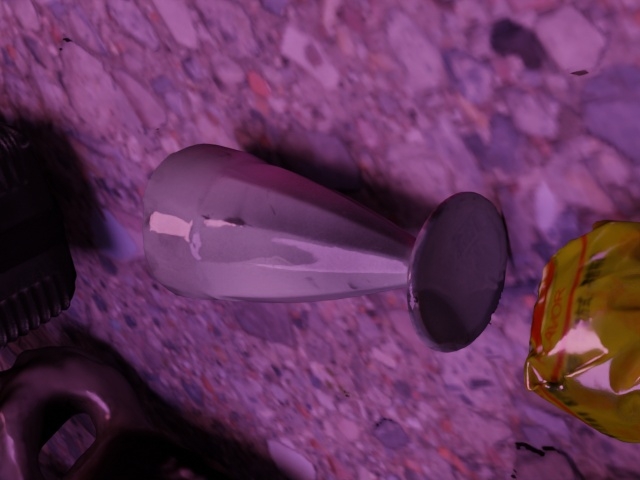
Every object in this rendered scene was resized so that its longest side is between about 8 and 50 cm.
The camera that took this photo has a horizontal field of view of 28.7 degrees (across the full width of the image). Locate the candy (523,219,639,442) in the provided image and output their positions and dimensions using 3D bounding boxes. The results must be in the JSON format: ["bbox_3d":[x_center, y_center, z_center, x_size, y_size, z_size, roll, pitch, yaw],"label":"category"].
[{"bbox_3d":[0.177,0.024,0.372,0.262,0.073,0.077,-10,134,44],"label":"candy"}]

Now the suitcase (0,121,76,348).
[{"bbox_3d":[-0.298,0.001,0.746,0.312,0.202,0.128,13,125,47],"label":"suitcase"}]

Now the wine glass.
[{"bbox_3d":[0.000,0.000,0.535,0.155,0.073,0.073,9,129,39],"label":"wine glass"}]

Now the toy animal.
[{"bbox_3d":[-0.165,0.251,0.745,0.302,0.344,0.194,41,158,12],"label":"toy animal"}]
